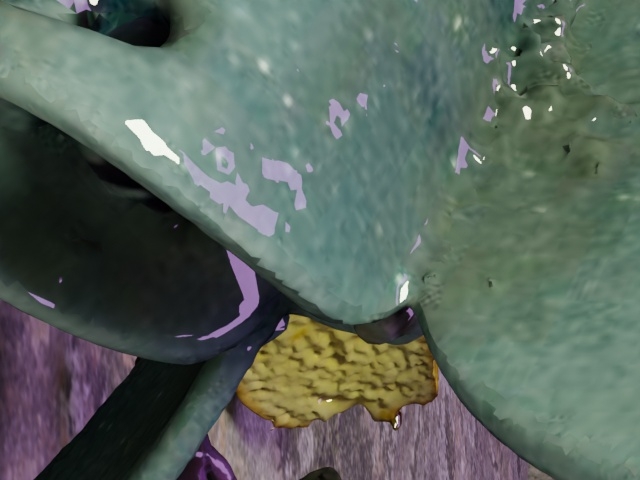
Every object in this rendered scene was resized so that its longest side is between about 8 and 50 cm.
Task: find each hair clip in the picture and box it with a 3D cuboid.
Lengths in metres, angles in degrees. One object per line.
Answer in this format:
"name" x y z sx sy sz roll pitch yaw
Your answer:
"hair clip" 0.001 -0.076 0.646 0.238 0.392 0.318 51 47 -24

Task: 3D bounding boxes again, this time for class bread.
"bread" 0.000 0.000 1.107 0.229 0.143 0.139 76 14 -47

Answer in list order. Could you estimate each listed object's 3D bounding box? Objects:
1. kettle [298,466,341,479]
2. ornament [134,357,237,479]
"kettle" -0.023 0.247 0.971 0.202 0.144 0.232 -48 134 -32
"ornament" -0.075 0.139 0.835 0.088 0.081 0.203 54 30 -72
